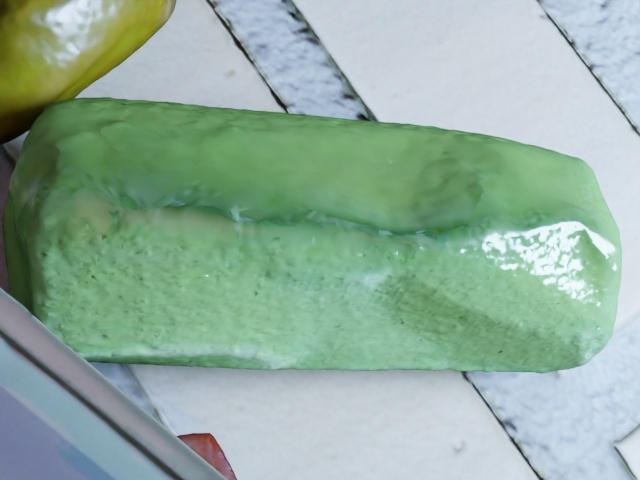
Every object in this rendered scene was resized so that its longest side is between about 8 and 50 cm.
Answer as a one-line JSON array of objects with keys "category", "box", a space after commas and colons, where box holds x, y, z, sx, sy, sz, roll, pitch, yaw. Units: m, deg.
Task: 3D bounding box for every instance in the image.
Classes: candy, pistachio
[{"category": "candy", "box": [0.000, 0.000, 0.543, 0.343, 0.132, 0.142, 4, 26, -15]}, {"category": "pistachio", "box": [-0.163, -0.130, 0.554, 0.189, 0.110, 0.100, -43, 109, -23]}]

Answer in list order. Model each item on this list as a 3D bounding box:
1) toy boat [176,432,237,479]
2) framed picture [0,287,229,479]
[{"category": "toy boat", "box": [-0.216, 0.195, 0.430, 0.392, 0.079, 0.136, -17, 77, -21]}, {"category": "framed picture", "box": [-0.127, 0.174, 0.423, 0.289, 0.016, 0.213, 42, 67, -7]}]
